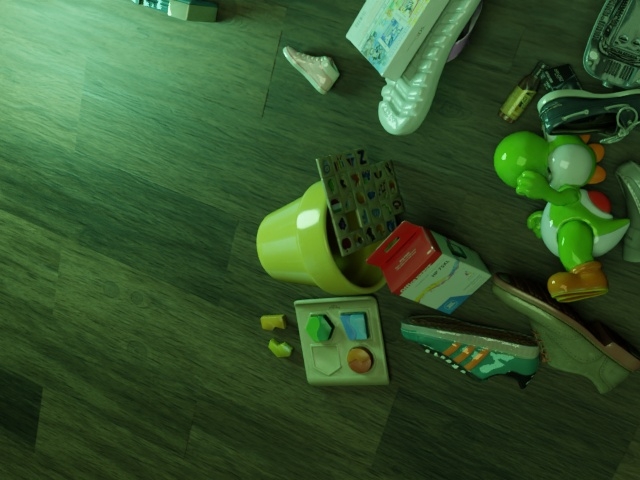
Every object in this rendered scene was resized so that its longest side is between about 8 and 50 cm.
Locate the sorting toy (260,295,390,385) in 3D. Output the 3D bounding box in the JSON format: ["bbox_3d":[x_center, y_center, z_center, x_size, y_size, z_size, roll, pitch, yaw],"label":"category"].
[{"bbox_3d":[0.004,0.250,1.684,0.307,0.041,0.229,-6,102,23],"label":"sorting toy"}]

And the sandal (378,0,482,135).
[{"bbox_3d":[0.237,-0.400,1.369,0.169,0.102,0.416,48,118,48],"label":"sandal"}]

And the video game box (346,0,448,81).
[{"bbox_3d":[0.151,-0.443,1.370,0.205,0.048,0.187,-56,38,25],"label":"video game box"}]

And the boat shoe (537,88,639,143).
[{"bbox_3d":[0.523,-0.224,1.264,0.255,0.095,0.079,1,63,-11],"label":"boat shoe"}]

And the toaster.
[{"bbox_3d":[0.554,-0.379,1.225,0.129,0.146,0.227,24,112,14],"label":"toaster"}]

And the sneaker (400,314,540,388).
[{"bbox_3d":[0.316,0.246,1.519,0.302,0.108,0.121,11,104,18],"label":"sneaker"}]

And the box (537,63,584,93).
[{"bbox_3d":[0.460,-0.290,1.324,0.018,0.067,0.083,125,126,-65],"label":"box"}]

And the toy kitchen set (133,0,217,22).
[{"bbox_3d":[-0.336,-0.590,1.543,0.207,0.122,0.166,20,111,16],"label":"toy kitchen set"}]

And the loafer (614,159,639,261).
[{"bbox_3d":[0.623,0.003,1.324,0.111,0.112,0.319,-25,95,18],"label":"loafer"}]

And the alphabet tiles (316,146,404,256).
[{"bbox_3d":[0.092,-0.092,1.446,0.009,0.237,0.198,-10,97,42],"label":"alphabet tiles"}]

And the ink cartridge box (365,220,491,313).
[{"bbox_3d":[0.223,0.058,1.445,0.134,0.231,0.078,-49,40,26],"label":"ink cartridge box"}]

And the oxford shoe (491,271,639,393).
[{"bbox_3d":[0.472,0.192,1.399,0.348,0.123,0.130,34,109,-2],"label":"oxford shoe"}]

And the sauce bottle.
[{"bbox_3d":[0.400,-0.291,1.371,0.042,0.042,0.128,37,117,9],"label":"sauce bottle"}]

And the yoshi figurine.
[{"bbox_3d":[0.429,-0.066,1.331,0.203,0.203,0.362,-27,66,60],"label":"yoshi figurine"}]

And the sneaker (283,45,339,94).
[{"bbox_3d":[-0.014,-0.386,1.510,0.134,0.051,0.070,46,114,1],"label":"sneaker"}]

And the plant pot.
[{"bbox_3d":[0.000,0.000,1.516,0.239,0.254,0.254,-10,101,39],"label":"plant pot"}]
